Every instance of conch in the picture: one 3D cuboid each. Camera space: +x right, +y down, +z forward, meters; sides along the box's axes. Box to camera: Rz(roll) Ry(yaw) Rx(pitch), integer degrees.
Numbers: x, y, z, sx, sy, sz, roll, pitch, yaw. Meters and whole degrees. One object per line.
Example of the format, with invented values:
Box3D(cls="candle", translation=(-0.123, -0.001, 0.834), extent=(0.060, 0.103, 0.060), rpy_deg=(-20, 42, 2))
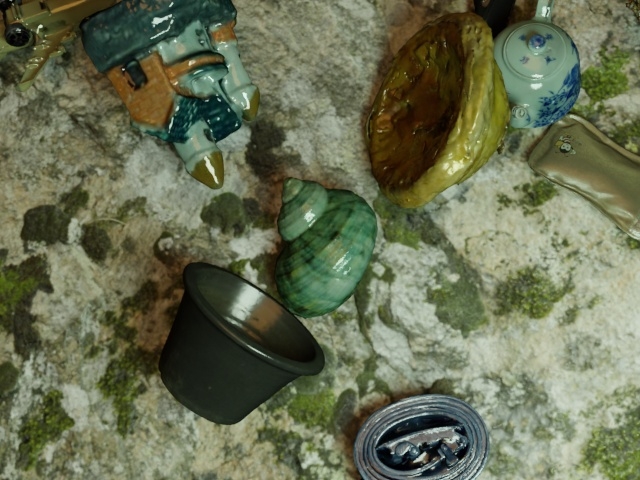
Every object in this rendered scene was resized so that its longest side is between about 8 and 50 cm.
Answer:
Box3D(cls="conch", translation=(0.000, 0.002, 1.249), extent=(0.176, 0.122, 0.188), rpy_deg=(-25, 71, 13))

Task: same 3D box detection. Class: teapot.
Box3D(cls="teapot", translation=(0.313, -0.263, 1.271), extent=(0.159, 0.159, 0.232), rpy_deg=(14, 76, 9))

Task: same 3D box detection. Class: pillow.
Box3D(cls="pillow", translation=(0.422, -0.098, 1.275), extent=(0.217, 0.033, 0.130), rpy_deg=(36, 74, 14))

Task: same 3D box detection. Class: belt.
Box3D(cls="belt", translation=(0.134, 0.286, 1.179), extent=(0.190, 0.082, 0.141), rpy_deg=(-11, 69, 1))

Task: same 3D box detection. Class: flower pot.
Box3D(cls="flower pot", translation=(-0.127, 0.155, 1.191), extent=(0.235, 0.235, 0.148), rpy_deg=(40, 103, 14))

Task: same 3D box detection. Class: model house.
Box3D(cls="model house", translation=(-0.186, -0.219, 1.281), extent=(0.184, 0.253, 0.291), rpy_deg=(-23, 91, 13))

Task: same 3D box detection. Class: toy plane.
Box3D(cls="toy plane", translation=(-0.458, -0.354, 1.404), extent=(0.256, 0.104, 0.242), rpy_deg=(-27, 59, 5))

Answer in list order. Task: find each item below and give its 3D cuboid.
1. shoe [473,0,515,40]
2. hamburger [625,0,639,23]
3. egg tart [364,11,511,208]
Box3D(cls="shoe", translation=(0.271, -0.377, 1.355), extent=(0.053, 0.062, 0.159), rpy_deg=(17, 76, 37))
Box3D(cls="hamburger", translation=(0.586, -0.379, 1.300), extent=(0.231, 0.107, 0.231), rpy_deg=(-4, 74, 13))
Box3D(cls="egg tart", translation=(0.175, -0.182, 1.238), extent=(0.115, 0.290, 0.290), rpy_deg=(16, 74, -28))
